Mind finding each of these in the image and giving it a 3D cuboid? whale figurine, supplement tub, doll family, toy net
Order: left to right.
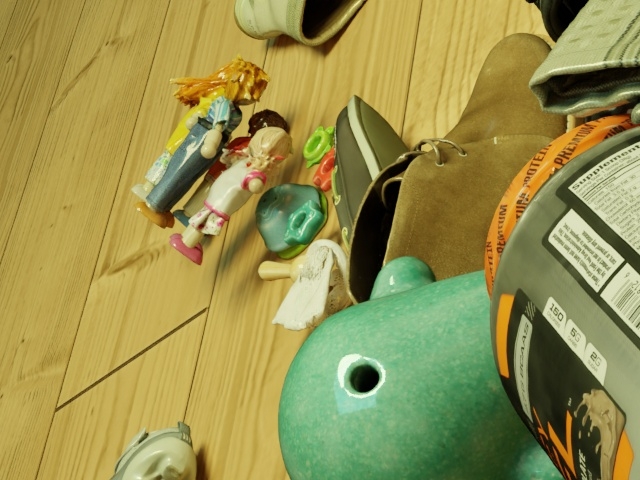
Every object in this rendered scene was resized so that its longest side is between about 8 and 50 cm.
[{"bbox_3d":[-0.100,-0.088,1.726,0.163,0.118,0.263,-52,8,5],"label":"doll family"},{"bbox_3d":[0.000,0.000,1.592,0.122,0.045,0.232,-46,29,17],"label":"toy net"},{"bbox_3d":[0.093,0.077,1.193,0.272,0.141,0.216,-39,54,6],"label":"whale figurine"},{"bbox_3d":[0.209,0.067,0.943,0.207,0.207,0.338,-52,25,9],"label":"supplement tub"}]

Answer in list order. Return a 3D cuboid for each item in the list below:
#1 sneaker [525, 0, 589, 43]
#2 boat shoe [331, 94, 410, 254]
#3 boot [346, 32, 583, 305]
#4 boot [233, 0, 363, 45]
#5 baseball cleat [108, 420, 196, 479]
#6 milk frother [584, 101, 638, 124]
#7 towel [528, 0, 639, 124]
[{"bbox_3d":[0.188,-0.209,1.436,0.135,0.098,0.276,-56,26,-5],"label":"sneaker"},{"bbox_3d":[0.040,-0.036,1.514,0.069,0.081,0.227,-43,30,17],"label":"boat shoe"},{"bbox_3d":[0.104,-0.048,1.380,0.112,0.115,0.305,-31,33,48],"label":"boot"},{"bbox_3d":[0.005,-0.288,1.885,0.213,0.077,0.165,-63,25,-2],"label":"boot"},{"bbox_3d":[-0.170,0.236,1.599,0.206,0.072,0.109,-45,13,12],"label":"baseball cleat"},{"bbox_3d":[0.230,-0.048,1.182,0.135,0.129,0.143,-35,-36,-62],"label":"milk frother"},{"bbox_3d":[0.300,-0.159,1.047,0.312,0.056,0.324,-6,28,35],"label":"towel"}]
